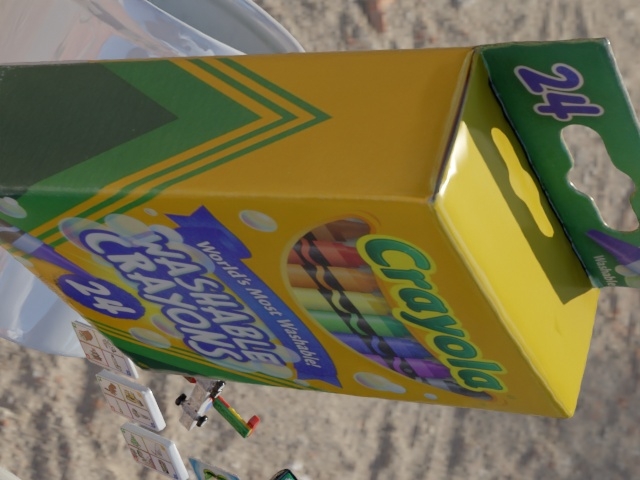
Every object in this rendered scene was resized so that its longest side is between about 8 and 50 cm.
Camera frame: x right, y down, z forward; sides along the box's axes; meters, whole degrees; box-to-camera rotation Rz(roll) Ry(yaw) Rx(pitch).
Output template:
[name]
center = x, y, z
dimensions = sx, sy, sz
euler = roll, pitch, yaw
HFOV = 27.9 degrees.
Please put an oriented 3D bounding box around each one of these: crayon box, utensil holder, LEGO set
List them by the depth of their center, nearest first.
[crayon box]
center = 0.000, 0.000, 0.629
dimensions = 0.203, 0.322, 0.083
euler = 52, 49, -48
[LEGO set]
center = -0.114, 0.158, 1.191
dimensions = 0.060, 0.244, 0.182
euler = -39, 124, -33
[utensil holder]
center = -0.243, -0.114, 1.394
dimensions = 0.327, 0.327, 0.385
euler = 15, 115, -43

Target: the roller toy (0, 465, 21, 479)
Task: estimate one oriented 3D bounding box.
[roller toy]
center = -0.233, 0.224, 0.711
dimensions = 0.209, 0.146, 0.191
euler = 30, 48, -5
